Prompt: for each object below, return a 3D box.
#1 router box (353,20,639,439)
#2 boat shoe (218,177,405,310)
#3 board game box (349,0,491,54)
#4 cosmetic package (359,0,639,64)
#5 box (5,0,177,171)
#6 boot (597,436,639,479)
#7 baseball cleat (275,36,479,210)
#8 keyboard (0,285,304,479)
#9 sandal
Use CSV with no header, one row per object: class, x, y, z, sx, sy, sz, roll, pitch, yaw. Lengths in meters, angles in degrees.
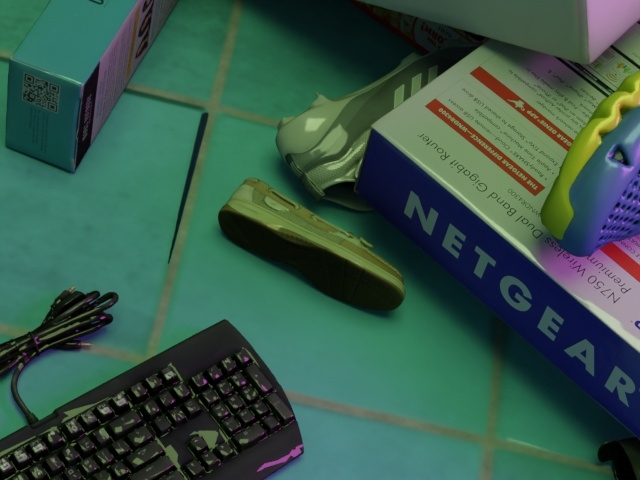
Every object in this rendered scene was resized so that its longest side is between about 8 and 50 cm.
router box,0.247,-0.035,1.290,0.335,0.082,0.301,42,58,19
boat shoe,-0.001,0.001,1.295,0.153,0.056,0.048,24,55,14
board game box,0.108,-0.230,1.508,0.193,0.045,0.147,37,53,15
cosmetic package,0.079,-0.309,1.384,0.453,0.162,0.230,22,46,35
box,-0.167,-0.176,1.360,0.060,0.100,0.244,21,50,4
boot,0.292,0.204,1.207,0.137,0.077,0.198,-12,43,-17
baseball cleat,0.063,-0.085,1.380,0.205,0.072,0.109,-26,77,-25
keyboard,-0.179,0.133,1.161,0.317,0.033,0.201,-28,64,-32
sandal,0.288,-0.069,1.199,0.317,0.126,0.138,-29,68,-25
